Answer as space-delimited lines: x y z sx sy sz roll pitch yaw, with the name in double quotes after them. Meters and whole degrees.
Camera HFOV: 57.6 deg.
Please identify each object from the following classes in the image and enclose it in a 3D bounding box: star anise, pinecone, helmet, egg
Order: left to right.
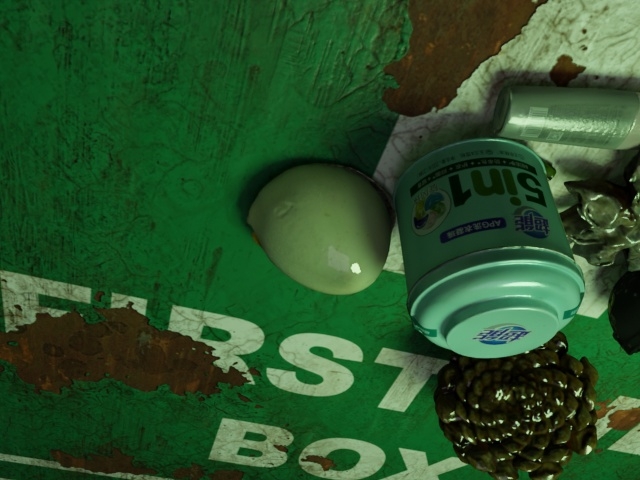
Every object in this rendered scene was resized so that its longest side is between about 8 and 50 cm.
0.003 -0.003 1.117 0.286 0.174 0.264 26 124 -16 "egg"
0.446 0.382 1.362 0.384 0.384 0.384 1 132 1 "pinecone"
0.594 -0.044 1.086 0.332 0.117 0.331 7 145 5 "star anise"
0.713 0.109 1.200 0.279 0.160 0.230 -44 151 19 "helmet"

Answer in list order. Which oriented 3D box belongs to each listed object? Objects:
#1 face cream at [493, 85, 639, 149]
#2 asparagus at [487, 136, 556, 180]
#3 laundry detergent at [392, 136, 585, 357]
0.437 -0.207 0.987 0.269 0.073 0.107 4 138 -2 "face cream"
0.362 -0.152 1.067 0.165 0.030 0.036 21 143 -18 "asparagus"
0.284 0.028 1.013 0.287 0.305 0.287 -2 144 -1 "laundry detergent"
